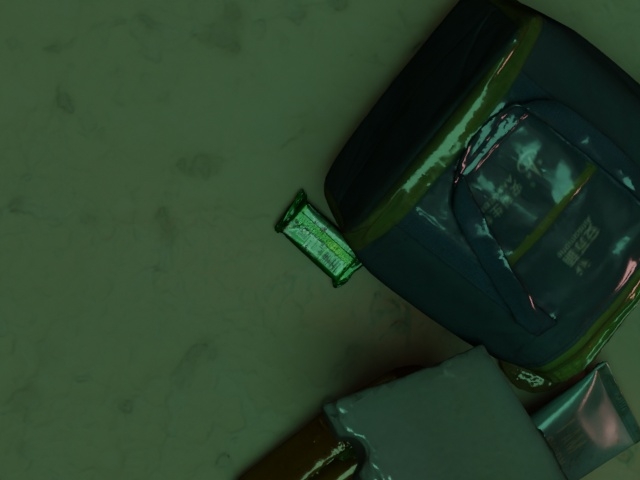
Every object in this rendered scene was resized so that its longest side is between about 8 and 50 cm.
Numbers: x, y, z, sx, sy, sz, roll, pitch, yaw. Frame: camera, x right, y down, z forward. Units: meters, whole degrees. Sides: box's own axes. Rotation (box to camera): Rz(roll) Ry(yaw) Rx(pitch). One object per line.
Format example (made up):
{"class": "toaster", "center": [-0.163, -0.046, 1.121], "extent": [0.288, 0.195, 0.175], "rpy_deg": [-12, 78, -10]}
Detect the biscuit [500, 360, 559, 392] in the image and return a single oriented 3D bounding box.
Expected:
{"class": "biscuit", "center": [0.223, 0.076, 1.563], "extent": [0.071, 0.018, 0.147], "rpy_deg": [38, 96, -11]}

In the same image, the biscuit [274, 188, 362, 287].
{"class": "biscuit", "center": [0.000, 0.000, 1.524], "extent": [0.089, 0.016, 0.046], "rpy_deg": [42, 94, -14]}

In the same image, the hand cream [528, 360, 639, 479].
{"class": "hand cream", "center": [0.154, 0.233, 1.568], "extent": [0.312, 0.070, 0.111], "rpy_deg": [-32, 124, 1]}

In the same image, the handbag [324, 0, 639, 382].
{"class": "handbag", "center": [0.163, -0.045, 1.427], "extent": [0.241, 0.222, 0.263], "rpy_deg": [35, 95, -17]}

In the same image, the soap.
{"class": "soap", "center": [0.115, 0.239, 1.499], "extent": [0.159, 0.302, 0.258], "rpy_deg": [-29, 80, -11]}

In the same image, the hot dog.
{"class": "hot dog", "center": [0.019, 0.206, 1.547], "extent": [0.249, 0.068, 0.100], "rpy_deg": [-38, 105, 4]}
